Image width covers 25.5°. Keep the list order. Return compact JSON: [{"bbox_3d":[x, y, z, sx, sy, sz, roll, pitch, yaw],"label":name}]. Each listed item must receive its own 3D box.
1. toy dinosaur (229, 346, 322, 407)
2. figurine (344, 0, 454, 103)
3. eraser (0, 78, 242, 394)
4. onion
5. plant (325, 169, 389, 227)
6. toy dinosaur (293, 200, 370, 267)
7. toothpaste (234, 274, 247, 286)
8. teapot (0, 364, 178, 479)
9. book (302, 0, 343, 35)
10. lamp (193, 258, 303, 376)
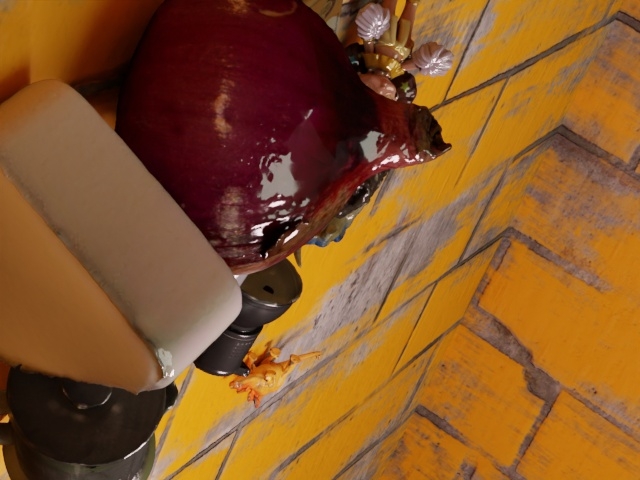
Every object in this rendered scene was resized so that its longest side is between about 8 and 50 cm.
[{"bbox_3d":[-0.099,0.259,2.679,0.117,0.070,0.288,-52,161,23],"label":"toy dinosaur"},{"bbox_3d":[0.097,-0.275,2.145,0.116,0.174,0.240,20,-94,64],"label":"figurine"},{"bbox_3d":[-0.239,0.031,1.502,0.150,0.331,0.331,-42,158,-39],"label":"eraser"},{"bbox_3d":[-0.042,-0.129,1.618,0.348,0.385,0.348,2,90,-87],"label":"onion"},{"bbox_3d":[-0.011,-0.082,2.159,0.274,0.146,0.149,-35,163,-43],"label":"plant"},{"bbox_3d":[0.000,0.000,2.485,0.248,0.075,0.188,-49,170,-40],"label":"toy dinosaur"},{"bbox_3d":[-0.123,-0.012,2.043,0.371,0.125,0.080,-59,-176,29],"label":"toothpaste"},{"bbox_3d":[-0.320,0.216,1.743,0.337,0.270,0.200,118,-27,-67],"label":"teapot"},{"bbox_3d":[-0.067,-0.226,1.979,0.295,0.020,0.208,-45,160,-32],"label":"book"},{"bbox_3d":[-0.147,0.128,2.237,0.172,0.147,0.227,-12,142,-48],"label":"lamp"}]
